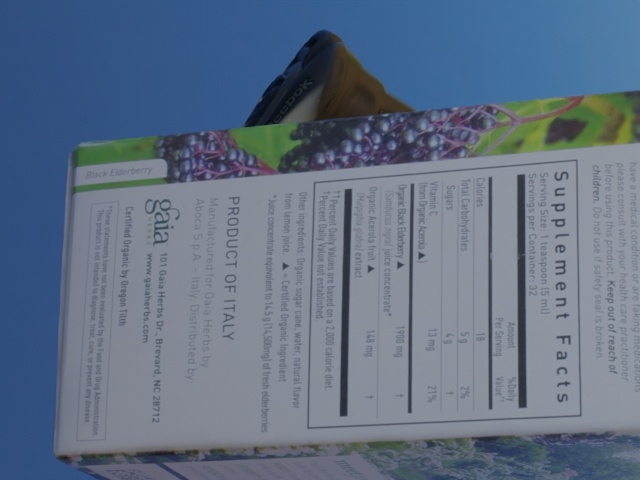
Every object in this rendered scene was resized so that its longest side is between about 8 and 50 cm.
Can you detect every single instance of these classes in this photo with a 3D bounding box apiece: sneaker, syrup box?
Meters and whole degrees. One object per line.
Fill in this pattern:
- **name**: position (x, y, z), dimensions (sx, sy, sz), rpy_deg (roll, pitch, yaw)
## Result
- **sneaker**: position (0.000, 0.000, 0.921), dimensions (0.109, 0.130, 0.286), rpy_deg (-59, 7, -13)
- **syrup box**: position (0.053, 0.021, 0.539), dimensions (0.093, 0.237, 0.096), rpy_deg (45, -137, -64)
